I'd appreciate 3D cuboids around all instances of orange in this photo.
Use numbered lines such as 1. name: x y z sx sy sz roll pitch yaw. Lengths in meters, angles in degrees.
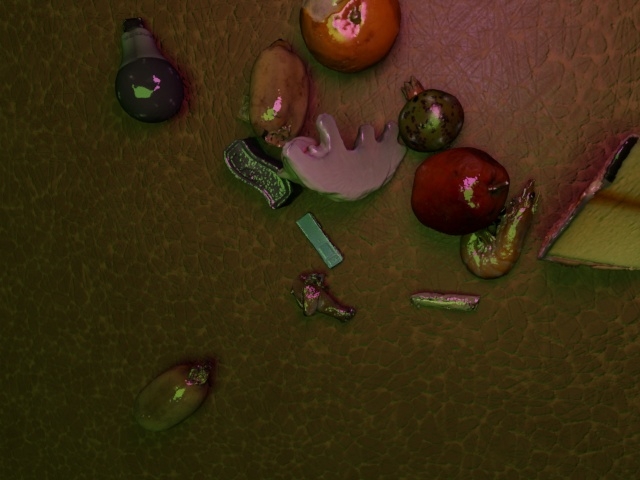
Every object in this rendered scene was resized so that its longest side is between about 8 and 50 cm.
1. orange: 0.069 -0.517 1.153 0.240 0.240 0.240 4 104 15

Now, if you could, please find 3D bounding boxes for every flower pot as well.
1. flower pot: -0.159 -0.192 1.356 0.229 0.108 0.103 41 109 3

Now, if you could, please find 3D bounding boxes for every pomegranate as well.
1. pomegranate: 0.259 -0.308 1.191 0.159 0.159 0.205 -30 68 20

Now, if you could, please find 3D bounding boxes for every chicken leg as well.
1. chicken leg: 0.000 0.177 1.414 0.125 0.080 0.196 -40 90 8

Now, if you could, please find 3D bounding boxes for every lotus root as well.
1. lotus root: -0.105 -0.383 1.257 0.146 0.160 0.284 -3 77 23
2. lotus root: -0.472 0.503 1.585 0.343 0.151 0.169 -38 91 23

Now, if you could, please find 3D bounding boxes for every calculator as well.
1. calculator: 0.000 0.000 1.401 0.057 0.018 0.172 -37 90 19

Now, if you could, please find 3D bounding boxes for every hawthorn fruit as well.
1. hawthorn fruit: 0.340 -0.119 1.151 0.224 0.261 0.224 -1 93 -13

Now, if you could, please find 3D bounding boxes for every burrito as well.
1. burrito: 0.337 0.163 1.332 0.186 0.041 0.045 5 146 14

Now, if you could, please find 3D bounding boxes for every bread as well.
1. bread: 0.742 -0.060 1.071 0.405 0.242 0.345 23 111 14

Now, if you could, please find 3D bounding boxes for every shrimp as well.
1. shrimp: 0.452 -0.032 1.246 0.152 0.063 0.287 24 110 22

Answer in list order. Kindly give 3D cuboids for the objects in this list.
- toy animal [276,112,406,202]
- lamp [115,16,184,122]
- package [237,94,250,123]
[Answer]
1. toy animal: 0.050 -0.211 1.262 0.266 0.188 0.308 46 66 -15
2. lamp: -0.474 -0.484 1.362 0.182 0.182 0.313 -3 83 17
3. package: -0.160 -0.346 1.351 0.131 0.047 0.071 30 106 10
